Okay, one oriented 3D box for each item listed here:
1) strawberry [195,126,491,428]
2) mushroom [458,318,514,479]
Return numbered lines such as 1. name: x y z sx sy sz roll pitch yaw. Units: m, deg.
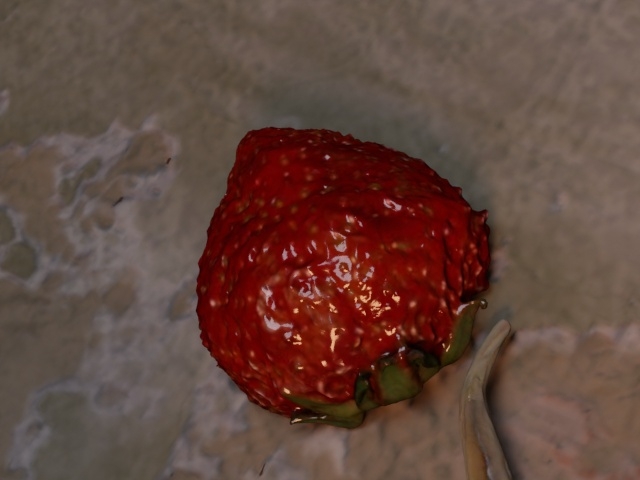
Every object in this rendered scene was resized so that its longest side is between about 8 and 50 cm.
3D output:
1. strawberry: 0.000 0.000 0.812 0.146 0.082 0.187 -32 47 -1
2. mushroom: 0.041 0.171 0.707 0.068 0.043 0.306 24 72 10
